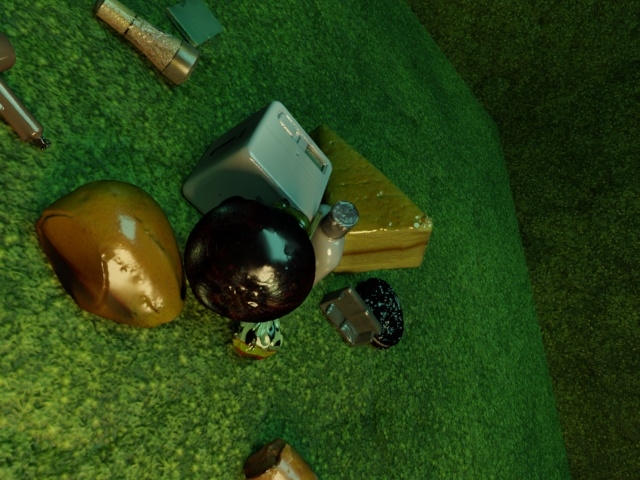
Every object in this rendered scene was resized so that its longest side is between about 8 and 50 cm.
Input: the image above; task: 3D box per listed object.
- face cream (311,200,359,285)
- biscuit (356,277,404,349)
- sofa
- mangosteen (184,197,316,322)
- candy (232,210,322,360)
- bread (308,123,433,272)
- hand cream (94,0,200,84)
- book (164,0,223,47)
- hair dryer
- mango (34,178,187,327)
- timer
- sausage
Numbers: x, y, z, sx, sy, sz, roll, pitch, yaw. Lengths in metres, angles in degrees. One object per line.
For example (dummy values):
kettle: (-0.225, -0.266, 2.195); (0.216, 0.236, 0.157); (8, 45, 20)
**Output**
face cream: (0.000, 0.000, 1.006); (0.071, 0.291, 0.143); (-1, 68, -19)
biscuit: (0.158, 0.192, 1.304); (0.195, 0.053, 0.194); (30, 48, -41)
sofa: (0.073, 0.185, 1.167); (0.147, 0.085, 0.060); (55, 34, -19)
mangosteen: (-0.116, 0.023, 0.808); (0.216, 0.216, 0.216); (30, 49, -42)
candy: (-0.072, 0.081, 0.908); (0.091, 0.083, 0.305); (24, 93, -17)
bread: (0.109, -0.125, 1.216); (0.233, 0.245, 0.361); (85, -2, -63)
hand cream: (-0.339, -0.394, 0.954); (0.203, 0.084, 0.083); (31, 48, -31)
book: (-0.286, -0.503, 1.128); (0.103, 0.017, 0.135); (50, 38, -20)
hair dryer: (-0.459, -0.205, 0.699); (0.181, 0.064, 0.117); (57, 36, -24)
mango: (-0.284, 0.020, 0.739); (0.166, 0.136, 0.235); (-40, 113, -61)
timer: (-0.120, -0.125, 0.984); (0.192, 0.195, 0.194); (47, 39, -27)
sausage: (-0.027, 0.474, 0.860); (0.270, 0.109, 0.109); (62, 35, -13)
